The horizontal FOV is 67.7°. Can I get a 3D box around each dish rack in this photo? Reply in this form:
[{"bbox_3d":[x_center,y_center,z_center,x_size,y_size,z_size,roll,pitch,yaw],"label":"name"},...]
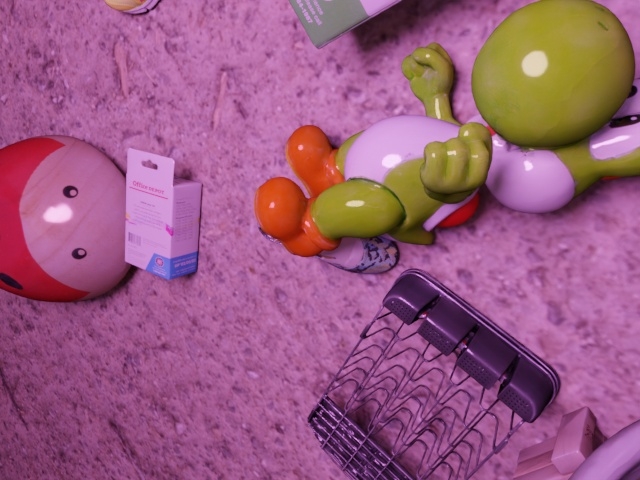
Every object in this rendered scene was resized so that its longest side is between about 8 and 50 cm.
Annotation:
[{"bbox_3d":[0.108,0.196,0.561,0.208,0.074,0.272,39,119,21],"label":"dish rack"}]

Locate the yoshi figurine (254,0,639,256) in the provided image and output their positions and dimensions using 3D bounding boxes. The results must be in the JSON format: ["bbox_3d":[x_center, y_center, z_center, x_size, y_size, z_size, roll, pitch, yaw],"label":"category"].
[{"bbox_3d":[0.107,-0.100,0.430,0.361,0.203,0.204,-10,88,30],"label":"yoshi figurine"}]

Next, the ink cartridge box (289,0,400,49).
[{"bbox_3d":[0.074,-0.336,0.396,0.289,0.122,0.211,-16,119,33],"label":"ink cartridge box"}]

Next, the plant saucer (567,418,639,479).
[{"bbox_3d":[0.291,0.323,0.322,0.401,0.400,0.101,54,159,11],"label":"plant saucer"}]

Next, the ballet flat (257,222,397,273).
[{"bbox_3d":[0.000,0.000,0.589,0.188,0.070,0.070,17,109,28],"label":"ballet flat"}]

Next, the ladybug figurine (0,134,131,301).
[{"bbox_3d":[-0.511,-0.028,0.842,0.448,0.161,0.306,-4,98,33],"label":"ladybug figurine"}]

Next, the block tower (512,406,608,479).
[{"bbox_3d":[0.315,0.336,0.446,0.097,0.091,0.336,-40,78,31],"label":"block tower"}]

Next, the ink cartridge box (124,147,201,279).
[{"bbox_3d":[-0.241,-0.044,0.730,0.104,0.061,0.182,17,109,28],"label":"ink cartridge box"}]

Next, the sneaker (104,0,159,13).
[{"bbox_3d":[-0.247,-0.384,0.646,0.208,0.094,0.082,-17,92,35],"label":"sneaker"}]
